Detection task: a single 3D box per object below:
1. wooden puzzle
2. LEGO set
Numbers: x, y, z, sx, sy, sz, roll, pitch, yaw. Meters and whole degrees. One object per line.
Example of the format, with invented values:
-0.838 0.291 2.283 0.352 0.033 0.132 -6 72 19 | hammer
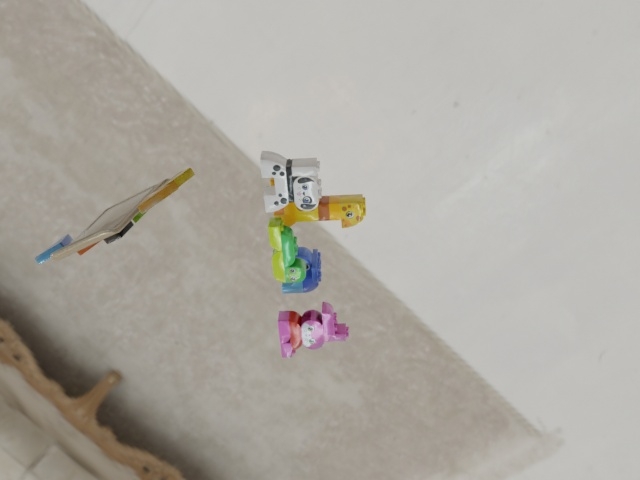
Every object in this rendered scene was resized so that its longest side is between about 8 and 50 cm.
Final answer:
-0.135 -0.012 0.637 0.116 0.078 0.014 -17 111 45 | wooden puzzle
0.000 0.000 0.964 0.093 0.087 0.227 -3 122 4 | LEGO set
